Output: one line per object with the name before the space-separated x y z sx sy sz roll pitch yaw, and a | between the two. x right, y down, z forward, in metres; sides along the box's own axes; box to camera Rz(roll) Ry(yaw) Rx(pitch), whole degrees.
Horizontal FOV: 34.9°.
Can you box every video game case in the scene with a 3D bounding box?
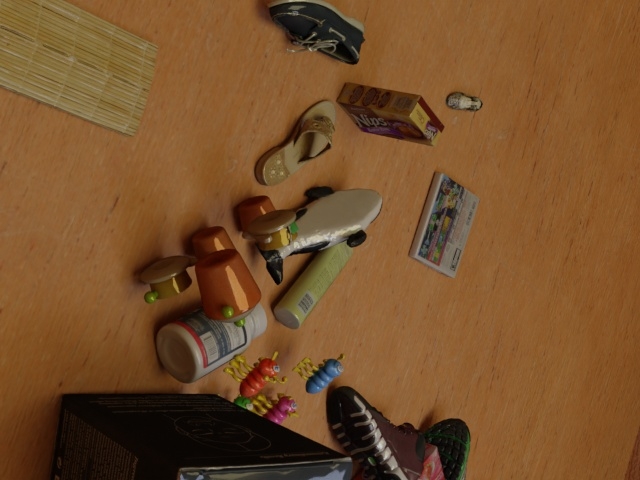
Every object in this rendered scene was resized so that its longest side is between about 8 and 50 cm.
video game case | 0.284 -0.033 2.317 0.183 0.023 0.201 26 80 -50

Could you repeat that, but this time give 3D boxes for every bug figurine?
bug figurine | -0.082 0.276 1.849 0.216 0.072 0.279 -47 150 24

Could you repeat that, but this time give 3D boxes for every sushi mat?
sushi mat | -0.370 -0.267 1.488 0.316 0.019 0.152 19 84 -51

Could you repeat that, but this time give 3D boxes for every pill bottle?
pill bottle | -0.183 0.162 1.752 0.180 0.108 0.108 -27 119 -43

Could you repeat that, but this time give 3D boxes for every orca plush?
orca plush | 0.000 0.000 1.934 0.287 0.151 0.102 -45 162 -36

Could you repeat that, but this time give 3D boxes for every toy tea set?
toy tea set | -0.133 0.040 1.713 0.336 0.200 0.124 -39 119 -44

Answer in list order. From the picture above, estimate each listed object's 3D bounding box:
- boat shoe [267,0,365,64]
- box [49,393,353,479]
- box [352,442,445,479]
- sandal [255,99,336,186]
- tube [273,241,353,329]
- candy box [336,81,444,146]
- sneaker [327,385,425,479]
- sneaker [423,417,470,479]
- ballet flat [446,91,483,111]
boat shoe | -0.006 -0.375 1.837 0.254 0.095 0.079 8 82 -59
box | -0.193 0.377 1.529 0.293 0.395 0.212 7 93 -37
box | 0.153 0.561 2.238 0.257 0.122 0.128 -40 128 -36
sandal | -0.016 -0.174 1.882 0.240 0.079 0.088 -45 130 -33
tube | -0.003 0.070 1.985 0.062 0.070 0.240 41 58 -5
candy box | 0.134 -0.243 1.956 0.109 0.186 0.053 43 70 -47
sneaker | 0.129 0.403 2.157 0.162 0.106 0.281 -39 102 -50
sneaker | 0.279 0.578 2.408 0.146 0.134 0.344 0 108 -56
ballet flat | 0.329 -0.311 2.284 0.114 0.041 0.041 -2 101 -49
